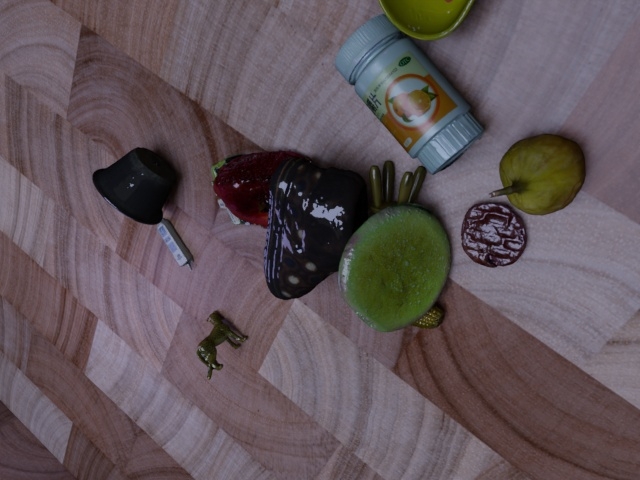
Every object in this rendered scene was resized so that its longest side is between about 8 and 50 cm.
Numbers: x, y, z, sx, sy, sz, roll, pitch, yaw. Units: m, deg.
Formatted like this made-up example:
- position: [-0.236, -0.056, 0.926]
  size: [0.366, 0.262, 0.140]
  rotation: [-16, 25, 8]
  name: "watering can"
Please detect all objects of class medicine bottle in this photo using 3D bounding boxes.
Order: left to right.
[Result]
- position: [0.186, -0.297, 1.135]
  size: [0.318, 0.158, 0.158]
  rotation: [50, 125, 6]
  name: "medicine bottle"

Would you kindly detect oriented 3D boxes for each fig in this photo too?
- position: [0.389, -0.116, 1.025]
  size: [0.159, 0.257, 0.159]
  rotation: [22, 122, 41]
  name: "fig"

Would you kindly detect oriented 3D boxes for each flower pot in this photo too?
- position: [-0.523, -0.175, 1.598]
  size: [0.235, 0.235, 0.148]
  rotation: [47, 106, 8]
  name: "flower pot"

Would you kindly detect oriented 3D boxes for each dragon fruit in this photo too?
- position: [-0.135, -0.120, 1.411]
  size: [0.262, 0.134, 0.211]
  rotation: [-2, 127, -5]
  name: "dragon fruit"

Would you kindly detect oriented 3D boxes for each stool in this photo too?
- position: [0.171, -0.116, 1.240]
  size: [0.135, 0.134, 0.110]
  rotation: [0, 109, -16]
  name: "stool"

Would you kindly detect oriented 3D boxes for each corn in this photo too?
- position: [0.188, 0.161, 1.348]
  size: [0.231, 0.080, 0.080]
  rotation: [19, 116, 23]
  name: "corn"

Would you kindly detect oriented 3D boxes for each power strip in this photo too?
- position: [-0.457, 0.014, 1.719]
  size: [0.047, 0.030, 0.191]
  rotation: [-34, 88, 36]
  name: "power strip"

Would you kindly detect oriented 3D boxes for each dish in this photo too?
- position: [0.238, -0.527, 1.049]
  size: [0.221, 0.108, 0.262]
  rotation: [50, 127, 7]
  name: "dish"

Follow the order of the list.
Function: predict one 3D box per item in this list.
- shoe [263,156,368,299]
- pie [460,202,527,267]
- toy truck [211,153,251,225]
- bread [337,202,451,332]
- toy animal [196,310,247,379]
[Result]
- position: [0.000, 0.000, 1.287]
  size: [0.237, 0.171, 0.383]
  rotation: [19, 125, 18]
  name: "shoe"
- position: [0.379, -0.012, 1.198]
  size: [0.154, 0.038, 0.153]
  rotation: [9, 109, 28]
  name: "pie"
- position: [-0.234, -0.132, 1.498]
  size: [0.116, 0.085, 0.191]
  rotation: [-12, 103, 39]
  name: "toy truck"
- position: [0.178, 0.064, 1.212]
  size: [0.045, 0.301, 0.301]
  rotation: [31, 128, 59]
  name: "bread"
- position: [-0.329, 0.318, 1.674]
  size: [0.136, 0.181, 0.073]
  rotation: [41, 143, -2]
  name: "toy animal"
